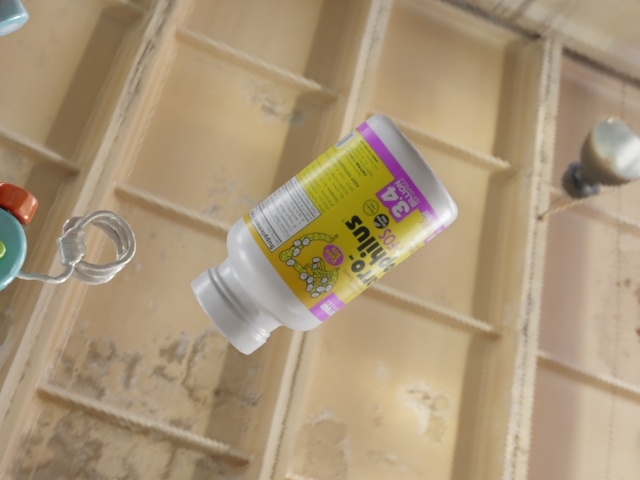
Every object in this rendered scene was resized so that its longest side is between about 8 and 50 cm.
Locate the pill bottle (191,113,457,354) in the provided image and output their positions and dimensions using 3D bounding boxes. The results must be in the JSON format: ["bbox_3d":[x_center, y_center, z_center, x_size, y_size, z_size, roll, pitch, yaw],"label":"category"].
[{"bbox_3d":[0.000,0.000,0.353,0.083,0.043,0.043,-38,-97,4],"label":"pill bottle"}]

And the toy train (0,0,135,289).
[{"bbox_3d":[-0.135,-0.053,0.412,0.125,0.046,0.166,-24,-90,-27],"label":"toy train"}]
